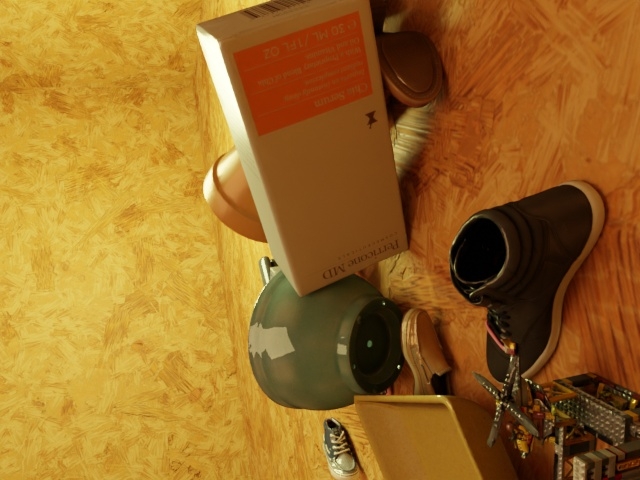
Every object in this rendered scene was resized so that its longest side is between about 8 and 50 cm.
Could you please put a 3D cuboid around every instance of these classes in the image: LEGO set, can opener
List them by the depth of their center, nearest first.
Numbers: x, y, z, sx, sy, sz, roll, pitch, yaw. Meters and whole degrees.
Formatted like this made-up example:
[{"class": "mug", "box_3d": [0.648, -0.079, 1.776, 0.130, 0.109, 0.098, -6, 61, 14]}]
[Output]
[{"class": "LEGO set", "box_3d": [0.257, 0.258, 0.498, 0.331, 0.192, 0.254, -141, 48, -64]}, {"class": "can opener", "box_3d": [-0.130, 0.163, 1.821, 0.095, 0.076, 0.283, -40, 50, 28]}]

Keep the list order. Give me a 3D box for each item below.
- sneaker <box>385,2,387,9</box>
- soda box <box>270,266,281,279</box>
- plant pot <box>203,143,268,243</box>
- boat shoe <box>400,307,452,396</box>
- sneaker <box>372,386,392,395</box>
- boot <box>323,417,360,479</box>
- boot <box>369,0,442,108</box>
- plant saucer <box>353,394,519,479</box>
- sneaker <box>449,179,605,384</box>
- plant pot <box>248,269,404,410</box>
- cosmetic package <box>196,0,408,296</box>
[{"class": "sneaker", "box_3d": [0.075, -0.494, 1.024, 0.083, 0.071, 0.190, -157, 64, -75]}, {"class": "soda box", "box_3d": [-0.043, 0.160, 1.456, 0.286, 0.091, 0.098, 36, 129, 57]}, {"class": "plant pot", "box_3d": [-0.130, -0.166, 1.422, 0.203, 0.291, 0.290, -55, 42, 39]}, {"class": "boat shoe", "box_3d": [0.186, 0.202, 0.907, 0.072, 0.068, 0.189, -2, 105, 58]}, {"class": "sneaker", "box_3d": [0.104, 0.308, 1.165, 0.119, 0.057, 0.047, 152, 109, -71]}, {"class": "boot", "box_3d": [0.044, 0.515, 1.372, 0.190, 0.069, 0.086, -160, 64, -71]}, {"class": "boot", "box_3d": [0.100, -0.267, 0.964, 0.283, 0.109, 0.220, 56, 158, 29]}, {"class": "plant saucer", "box_3d": [0.196, 0.366, 0.802, 0.332, 0.081, 0.333, 67, 158, 7]}, {"class": "sneaker", "box_3d": [0.210, 0.067, 0.657, 0.104, 0.147, 0.295, -122, 31, -49]}, {"class": "plant pot", "box_3d": [0.038, 0.188, 1.046, 0.196, 0.293, 0.293, 0, 95, 44]}, {"class": "cosmetic package", "box_3d": [-0.014, -0.155, 0.923, 0.161, 0.230, 0.453, 51, 161, 53]}]
